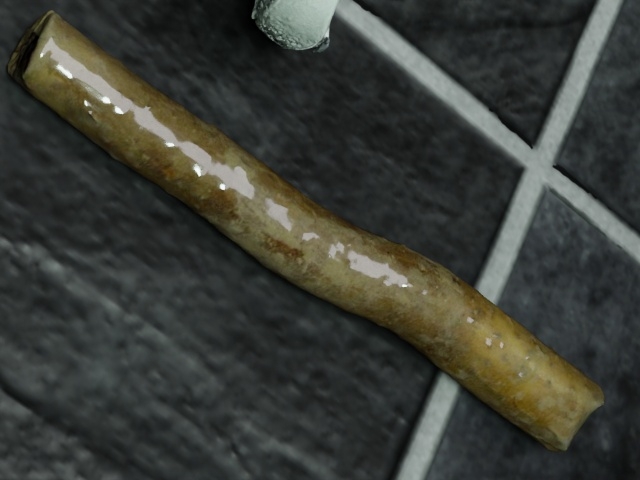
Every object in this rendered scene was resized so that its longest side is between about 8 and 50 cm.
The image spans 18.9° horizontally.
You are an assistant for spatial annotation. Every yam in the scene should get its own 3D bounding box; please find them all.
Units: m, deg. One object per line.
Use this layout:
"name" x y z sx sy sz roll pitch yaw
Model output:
"yam" 0.000 0.000 0.887 0.327 0.045 0.045 35 27 -20

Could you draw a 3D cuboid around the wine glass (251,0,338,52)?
"wine glass" -0.033 -0.200 0.872 0.196 0.165 0.165 37 56 -10
